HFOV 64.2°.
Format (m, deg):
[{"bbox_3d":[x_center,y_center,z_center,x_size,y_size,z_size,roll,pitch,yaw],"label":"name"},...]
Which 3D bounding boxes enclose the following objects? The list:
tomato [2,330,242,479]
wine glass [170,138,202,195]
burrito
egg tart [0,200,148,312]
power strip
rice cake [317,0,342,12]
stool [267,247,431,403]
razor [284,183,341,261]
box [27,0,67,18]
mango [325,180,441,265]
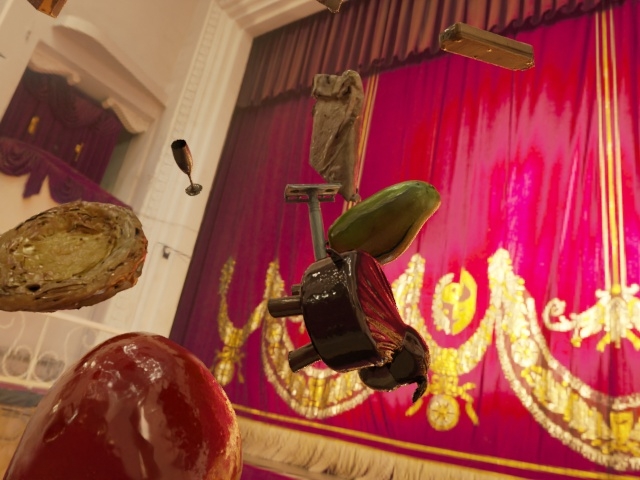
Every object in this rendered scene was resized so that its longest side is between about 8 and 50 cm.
[{"bbox_3d":[-0.238,0.264,0.620,0.298,0.299,0.226,6,-6,13],"label":"tomato"},{"bbox_3d":[-0.440,-0.238,1.672,0.066,0.066,0.198,7,-40,11],"label":"wine glass"},{"bbox_3d":[0.040,-0.264,1.307,0.107,0.348,0.175,-1,0,-32],"label":"burrito"},{"bbox_3d":[-0.438,0.038,0.887,0.290,0.291,0.107,8,-51,8],"label":"egg tart"},{"bbox_3d":[0.381,-0.431,1.145,0.305,0.044,0.064,1,-7,-33],"label":"power strip"},{"bbox_3d":[-0.072,-0.498,0.918,0.256,0.052,0.057,23,-51,-13],"label":"rice cake"},{"bbox_3d":[0.038,0.100,0.563,0.121,0.125,0.217,-25,-61,24],"label":"stool"},{"bbox_3d":[0.000,0.000,0.962,0.106,0.232,0.068,-4,-22,-14],"label":"razor"},{"bbox_3d":[-0.623,-0.605,1.112,0.201,0.141,0.058,41,13,11],"label":"box"},{"bbox_3d":[0.121,-0.027,0.955,0.232,0.111,0.125,-28,-64,7],"label":"mango"}]
